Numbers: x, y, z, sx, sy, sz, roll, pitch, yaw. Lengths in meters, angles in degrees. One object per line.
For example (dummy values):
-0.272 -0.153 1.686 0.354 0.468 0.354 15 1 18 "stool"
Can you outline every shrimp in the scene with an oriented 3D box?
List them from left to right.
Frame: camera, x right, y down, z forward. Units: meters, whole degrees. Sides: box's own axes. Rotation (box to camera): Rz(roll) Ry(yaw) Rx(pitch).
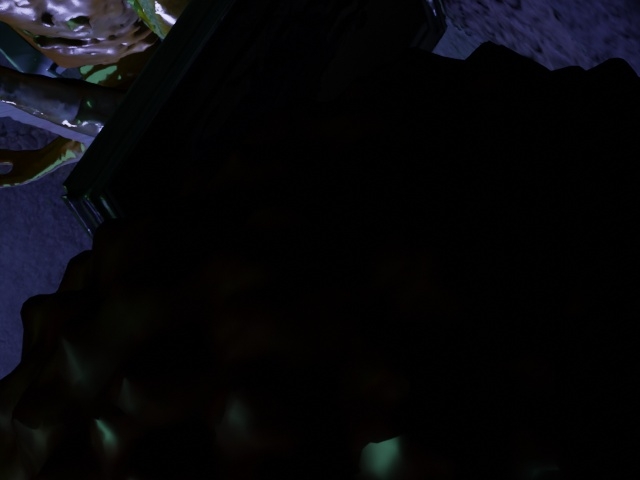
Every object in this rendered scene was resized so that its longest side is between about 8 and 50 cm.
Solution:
-0.136 -0.101 1.591 0.287 0.068 0.185 18 177 -5 "shrimp"

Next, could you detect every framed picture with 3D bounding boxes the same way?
-0.016 -0.068 0.941 0.014 0.252 0.197 21 157 27 "framed picture"

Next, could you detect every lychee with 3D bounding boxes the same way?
0.073 0.134 0.755 0.500 0.424 0.424 -17 116 45 "lychee"

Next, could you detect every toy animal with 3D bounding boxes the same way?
-0.216 -0.091 1.799 0.302 0.225 0.284 24 141 -12 "toy animal"

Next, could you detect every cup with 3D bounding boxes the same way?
-0.241 -0.208 1.888 0.128 0.129 0.095 47 179 11 "cup"

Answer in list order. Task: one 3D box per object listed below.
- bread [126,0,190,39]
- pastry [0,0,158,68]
-0.085 -0.174 1.288 0.110 0.103 0.156 60 176 -21 "bread"
-0.230 -0.255 1.507 0.255 0.162 0.311 38 178 15 "pastry"
